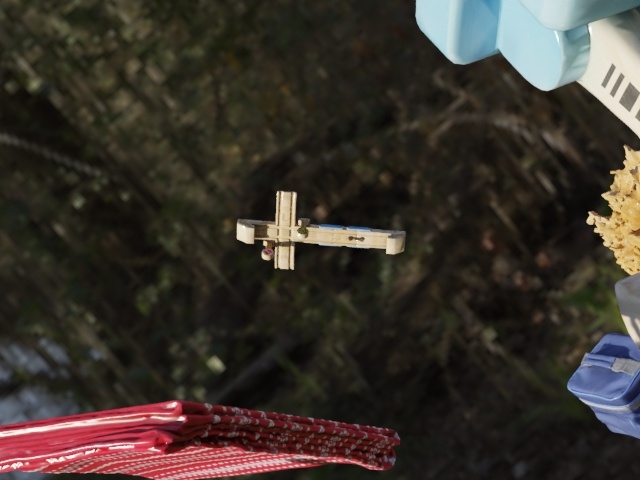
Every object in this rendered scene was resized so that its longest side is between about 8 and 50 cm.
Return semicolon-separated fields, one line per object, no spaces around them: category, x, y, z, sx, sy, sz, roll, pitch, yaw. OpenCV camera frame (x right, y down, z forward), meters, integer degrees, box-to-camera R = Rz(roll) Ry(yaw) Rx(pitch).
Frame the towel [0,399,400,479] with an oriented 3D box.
towel;-0.094;0.136;1.047;0.199;0.031;0.275;-10;-14;29

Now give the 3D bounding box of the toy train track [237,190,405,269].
toy train track;0.000;0.000;0.807;0.083;0.048;0.014;4;38;2

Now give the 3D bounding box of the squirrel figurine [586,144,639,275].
squirrel figurine;0.451;-0.012;1.433;0.397;0.281;0.370;-5;55;40

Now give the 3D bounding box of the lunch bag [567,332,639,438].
lunch bag;0.247;0.113;1.319;0.067;0.065;0.098;-50;18;-15

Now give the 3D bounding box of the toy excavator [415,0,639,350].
toy excavator;0.201;-0.166;1.182;0.222;0.433;0.445;-19;48;-19
